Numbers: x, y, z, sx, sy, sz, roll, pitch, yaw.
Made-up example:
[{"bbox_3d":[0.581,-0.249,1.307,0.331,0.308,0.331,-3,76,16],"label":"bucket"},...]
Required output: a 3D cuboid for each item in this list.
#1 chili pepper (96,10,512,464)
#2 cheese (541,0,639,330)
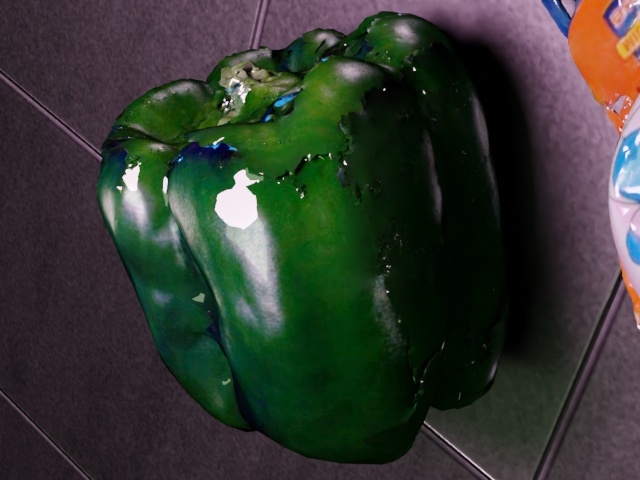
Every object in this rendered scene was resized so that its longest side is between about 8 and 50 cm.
[{"bbox_3d":[0.000,0.000,0.988,0.248,0.233,0.256,18,129,59],"label":"chili pepper"},{"bbox_3d":[0.207,-0.057,0.808,0.217,0.129,0.329,-52,50,39],"label":"cheese"}]
